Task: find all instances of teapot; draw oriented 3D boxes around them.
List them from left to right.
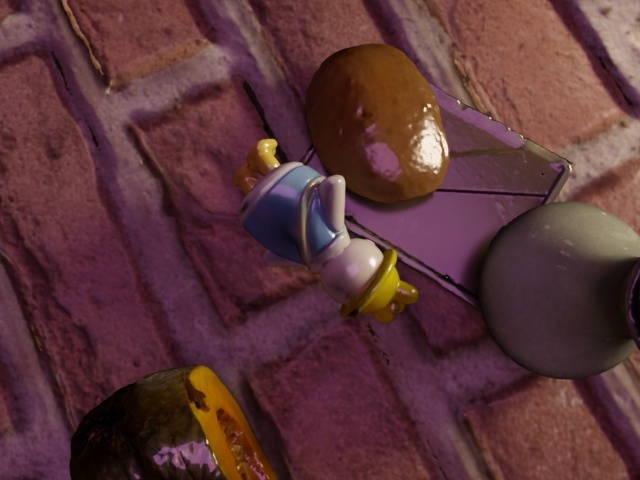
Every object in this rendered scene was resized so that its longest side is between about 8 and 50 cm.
[{"bbox_3d":[0.262,0.050,0.513,0.184,0.251,0.183,0,89,-7],"label":"teapot"}]

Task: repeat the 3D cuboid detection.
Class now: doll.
[{"bbox_3d":[0.000,0.000,0.613,0.241,0.099,0.135,42,98,-1],"label":"doll"}]

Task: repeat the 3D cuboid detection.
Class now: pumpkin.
[{"bbox_3d":[-0.105,0.273,0.524,0.139,0.222,0.317,-27,82,-2],"label":"pumpkin"}]

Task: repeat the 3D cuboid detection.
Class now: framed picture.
[{"bbox_3d":[0.124,-0.073,0.661,0.281,0.019,0.209,33,85,7],"label":"framed picture"}]

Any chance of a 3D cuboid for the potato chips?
[{"bbox_3d":[0.062,-0.139,0.640,0.150,0.049,0.201,-14,73,-3],"label":"potato chips"}]
